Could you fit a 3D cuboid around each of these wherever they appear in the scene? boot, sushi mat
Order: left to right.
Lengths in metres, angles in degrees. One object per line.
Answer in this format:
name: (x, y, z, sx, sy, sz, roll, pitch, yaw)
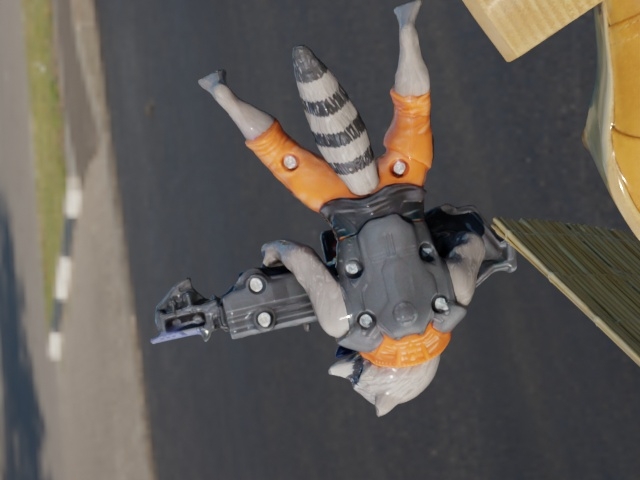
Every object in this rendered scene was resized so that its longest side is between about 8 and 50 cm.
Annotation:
sushi mat: (0.256, 0.064, 1.035, 0.316, 0.151, 0.019, 51, 130, 54)
boot: (0.227, -0.106, 0.756, 0.295, 0.211, 0.104, 47, -162, -29)

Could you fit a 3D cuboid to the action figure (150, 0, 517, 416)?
action figure: (0.000, 0.000, 1.219, 0.178, 0.341, 0.330, -128, 18, -81)
